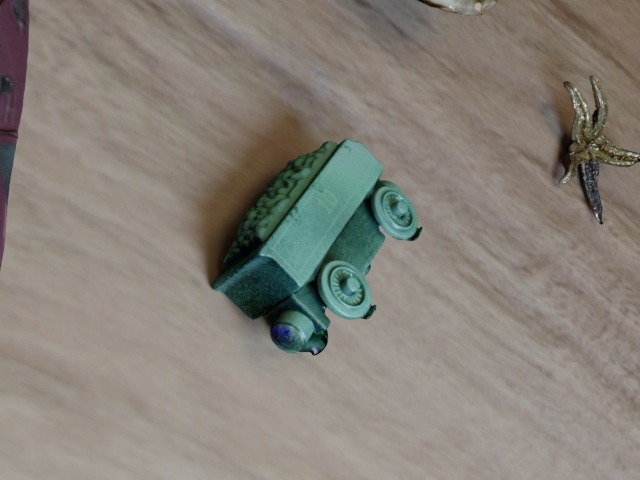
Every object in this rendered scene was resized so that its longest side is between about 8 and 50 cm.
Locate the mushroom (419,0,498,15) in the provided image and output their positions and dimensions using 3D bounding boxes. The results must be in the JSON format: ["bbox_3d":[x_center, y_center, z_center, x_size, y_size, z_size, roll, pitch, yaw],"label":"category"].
[{"bbox_3d":[0.142,-0.327,0.992,0.233,0.301,0.208,49,6,-41],"label":"mushroom"}]

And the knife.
[{"bbox_3d":[-0.180,-0.047,0.675,0.035,0.018,0.247,25,51,-37],"label":"knife"}]

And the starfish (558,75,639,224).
[{"bbox_3d":[0.262,-0.082,1.190,0.130,0.041,0.133,8,93,-42],"label":"starfish"}]

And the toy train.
[{"bbox_3d":[0.000,0.000,0.821,0.099,0.070,0.172,46,41,-9],"label":"toy train"}]
